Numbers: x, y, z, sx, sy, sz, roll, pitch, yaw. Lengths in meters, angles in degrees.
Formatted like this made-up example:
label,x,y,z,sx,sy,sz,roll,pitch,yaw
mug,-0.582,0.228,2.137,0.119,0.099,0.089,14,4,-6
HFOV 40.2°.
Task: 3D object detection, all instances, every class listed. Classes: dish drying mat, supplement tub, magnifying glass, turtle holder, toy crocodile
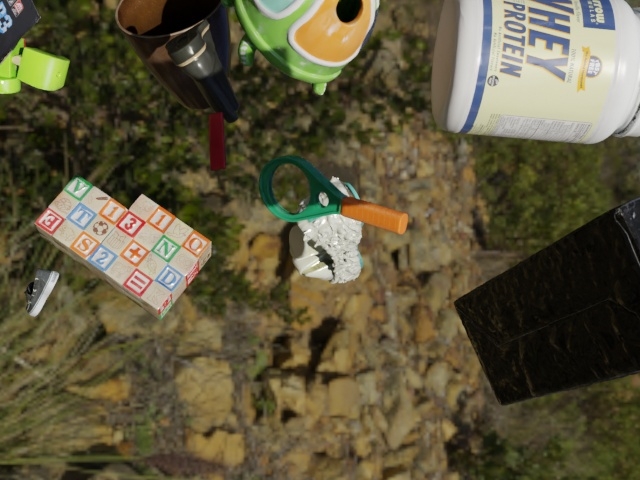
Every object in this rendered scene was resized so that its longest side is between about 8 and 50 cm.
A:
label,x,y,z,sx,sy,sz,roll,pitch,yaw
dish drying mat,-0.151,-0.145,1.282,0.008,0.032,0.083,-4,91,-50
supplement tub,0.353,-0.276,1.378,0.235,0.325,0.235,-176,-90,-87
magnifying glass,0.013,-0.054,1.188,0.026,0.231,0.092,-21,124,-52
turtle holder,-0.012,-0.437,1.524,0.227,0.243,0.320,-41,-154,41
toy crocodile,-0.599,-0.321,1.481,0.105,0.341,0.115,-71,169,-69

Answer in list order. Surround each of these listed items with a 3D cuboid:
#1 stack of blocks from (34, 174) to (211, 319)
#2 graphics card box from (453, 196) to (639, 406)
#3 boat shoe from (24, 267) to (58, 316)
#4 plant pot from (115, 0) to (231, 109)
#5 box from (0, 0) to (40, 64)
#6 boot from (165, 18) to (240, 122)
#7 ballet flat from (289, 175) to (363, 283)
label,x,y,z,sx,sy,sz,roll,pitch,yaw
stack of blocks,-0.383,-0.002,1.717,0.171,0.297,0.087,-55,175,-20
graphics card box,0.300,-0.007,0.591,0.094,0.371,0.233,68,-20,10
boat shoe,-0.521,0.092,1.610,0.142,0.040,0.049,-46,-152,43
plant pot,-0.264,-0.380,1.735,0.230,0.215,0.215,74,14,-49
box,-0.413,-0.208,0.814,0.293,0.073,0.295,-61,168,-21
boot,-0.178,-0.265,1.380,0.137,0.077,0.198,55,14,-23
ballet flat,0.000,0.000,1.651,0.409,0.147,0.147,87,4,-71
